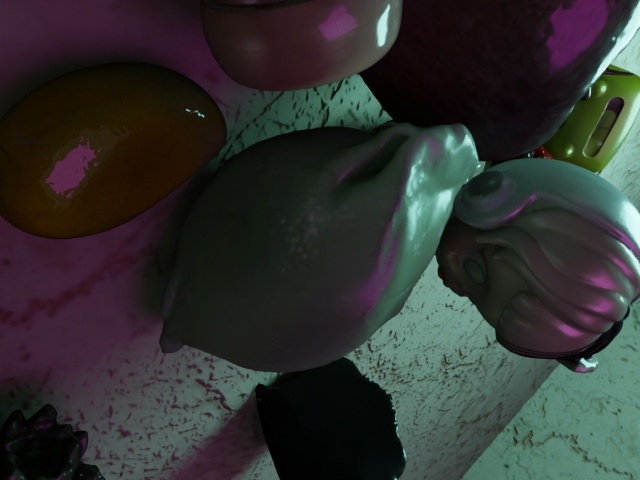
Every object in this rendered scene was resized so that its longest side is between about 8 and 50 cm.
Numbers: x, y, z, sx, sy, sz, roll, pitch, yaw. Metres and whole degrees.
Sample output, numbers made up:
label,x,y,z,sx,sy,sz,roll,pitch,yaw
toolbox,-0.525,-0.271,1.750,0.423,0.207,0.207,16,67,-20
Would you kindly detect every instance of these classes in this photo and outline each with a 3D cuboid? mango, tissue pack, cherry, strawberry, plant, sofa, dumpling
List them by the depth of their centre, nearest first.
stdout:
label,x,y,z,sx,sy,sz,roll,pitch,yaw
mango,-0.160,-0.073,0.434,0.194,0.091,0.130,-22,134,-40
cherry,0.146,-0.206,0.511,0.307,0.221,0.261,17,141,-8
plant,-0.291,0.257,0.535,0.194,0.132,0.129,-51,-178,22
dumpling,-0.009,-0.010,0.546,0.270,0.320,0.212,-59,140,-45
sofa,0.026,0.327,0.849,0.181,0.258,0.200,-19,134,-17
tissue pack,0.455,-0.204,0.925,0.127,0.123,0.178,-69,177,-62
strawberry,0.340,-0.124,0.927,0.106,0.106,0.106,-28,138,-28

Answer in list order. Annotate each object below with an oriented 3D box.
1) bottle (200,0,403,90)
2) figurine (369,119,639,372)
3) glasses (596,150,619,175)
label,x,y,z,sx,sy,sz,roll,pitch,yaw
bottle,-0.039,-0.250,0.333,0.173,0.206,0.297,-33,131,-21
figurine,0.223,-0.024,0.667,0.211,0.361,0.253,-45,145,8
glasses,0.491,-0.120,1.088,0.255,0.095,0.162,-46,152,-2
